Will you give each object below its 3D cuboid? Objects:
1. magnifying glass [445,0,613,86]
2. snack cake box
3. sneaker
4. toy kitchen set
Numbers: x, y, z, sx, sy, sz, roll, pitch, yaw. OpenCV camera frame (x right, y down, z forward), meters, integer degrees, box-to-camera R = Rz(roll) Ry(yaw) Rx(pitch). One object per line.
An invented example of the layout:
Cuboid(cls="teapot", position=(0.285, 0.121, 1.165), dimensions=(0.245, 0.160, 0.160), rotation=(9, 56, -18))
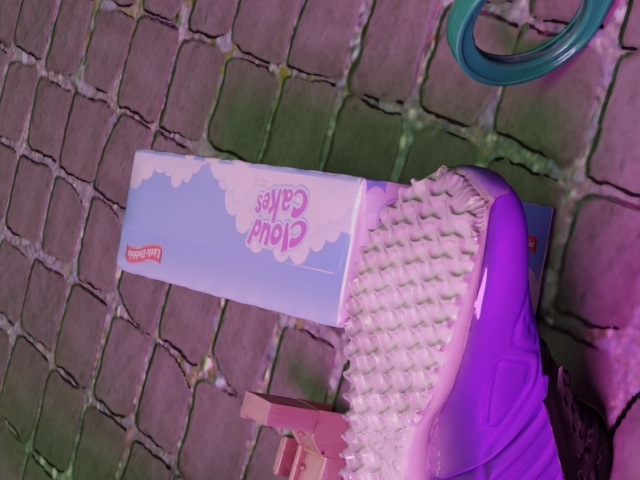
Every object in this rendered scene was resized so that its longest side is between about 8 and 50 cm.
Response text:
Cuboid(cls="magnifying glass", position=(0.163, -0.175, 0.874), dimensions=(0.231, 0.092, 0.026), rotation=(-43, 46, 27))
Cuboid(cls="snack cake box", position=(0.000, 0.000, 0.988), dimensions=(0.264, 0.152, 0.089), rotation=(11, 91, 53))
Cuboid(cls="sneaker", position=(0.095, 0.091, 0.843), dimensions=(0.102, 0.146, 0.293), rotation=(-133, 44, -54))
Cuboid(cls="toy kitchen set", position=(-0.032, 0.148, 1.065), dimensions=(0.068, 0.075, 0.083), rotation=(17, 93, 54))
